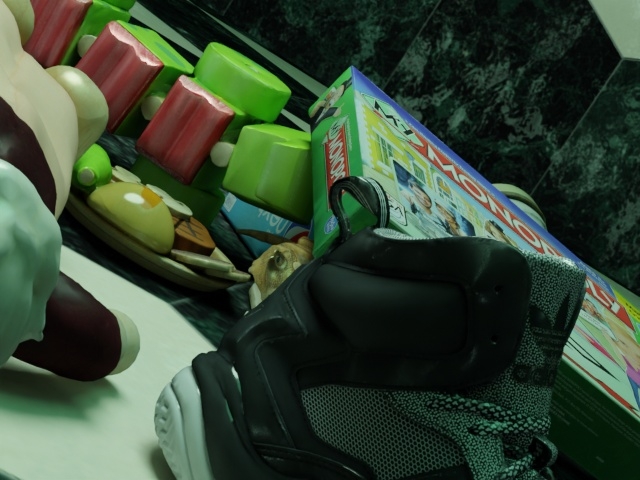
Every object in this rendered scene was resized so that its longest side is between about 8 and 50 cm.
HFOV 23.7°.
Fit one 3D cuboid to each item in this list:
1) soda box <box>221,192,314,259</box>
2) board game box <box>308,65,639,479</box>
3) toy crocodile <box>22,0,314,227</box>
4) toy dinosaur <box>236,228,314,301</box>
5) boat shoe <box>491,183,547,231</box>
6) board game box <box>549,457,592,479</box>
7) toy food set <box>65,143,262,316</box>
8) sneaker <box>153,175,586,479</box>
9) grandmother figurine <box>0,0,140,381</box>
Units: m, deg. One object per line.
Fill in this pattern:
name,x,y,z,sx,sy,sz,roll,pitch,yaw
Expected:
soda box,0.000,0.000,1.043,0.071,0.067,0.210,29,10,-27
board game box,0.125,0.043,0.905,0.317,0.046,0.213,38,19,-18
toy crocodile,-0.133,-0.112,1.019,0.340,0.115,0.105,37,10,17
toy dinosaur,0.002,0.021,0.877,0.112,0.064,0.211,51,1,-1
boat shoe,0.137,0.010,1.385,0.302,0.113,0.103,11,43,-56
board game box,0.149,0.159,0.850,0.186,0.026,0.126,34,9,2
toy food set,-0.095,-0.014,0.878,0.192,0.038,0.132,32,9,-10
sneaker,0.069,0.086,0.549,0.268,0.153,0.101,37,10,24
grandmother figurine,-0.141,-0.023,0.595,0.208,0.104,0.342,46,8,-14
